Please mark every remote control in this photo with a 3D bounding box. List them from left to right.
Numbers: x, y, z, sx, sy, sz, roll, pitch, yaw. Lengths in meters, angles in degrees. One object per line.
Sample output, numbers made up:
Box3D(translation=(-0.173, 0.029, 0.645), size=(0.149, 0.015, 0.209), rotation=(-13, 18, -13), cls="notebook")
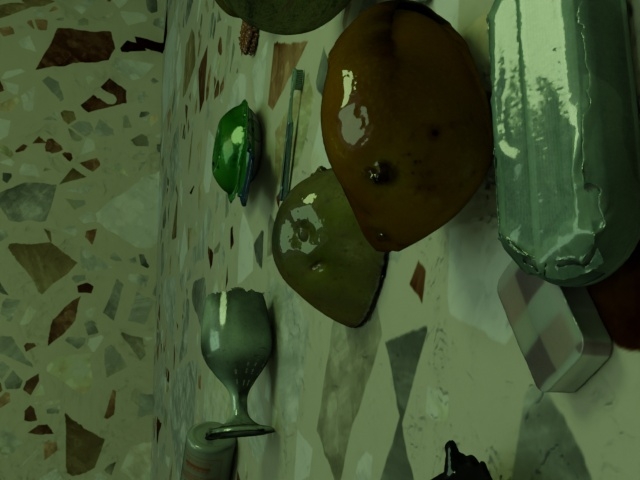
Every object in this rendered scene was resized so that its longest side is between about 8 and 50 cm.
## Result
Box3D(translation=(0.163, -0.091, 0.526), size=(0.104, 0.052, 0.247), rotation=(-22, 63, 53), cls="remote control")

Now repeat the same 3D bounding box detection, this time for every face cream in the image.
Box3D(translation=(-0.237, 0.497, 1.546), size=(0.101, 0.101, 0.251), rotation=(-123, 41, -61), cls="face cream")

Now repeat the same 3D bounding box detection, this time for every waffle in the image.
Box3D(translation=(-0.151, -0.428, 1.597), size=(0.083, 0.029, 0.075), rotation=(-115, 31, -50), cls="waffle")

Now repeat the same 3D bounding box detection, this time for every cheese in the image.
Box3D(translation=(-0.156, -0.160, 1.470), size=(0.320, 0.083, 0.204), rotation=(-120, 40, -63), cls="cheese")

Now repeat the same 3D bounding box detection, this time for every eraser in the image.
Box3D(translation=(0.166, 0.053, 0.550), size=(0.065, 0.026, 0.105), rotation=(116, 152, -43), cls="eraser")

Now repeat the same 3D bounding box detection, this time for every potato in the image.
Box3D(translation=(0.000, 0.000, 0.927), size=(0.182, 0.117, 0.202), rotation=(-126, 44, -58), cls="potato")

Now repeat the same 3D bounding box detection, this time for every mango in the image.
Box3D(translation=(0.077, -0.120, 0.672), size=(0.136, 0.166, 0.236), rotation=(-18, 36, 26), cls="mango")

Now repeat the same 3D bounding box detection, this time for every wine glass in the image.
Box3D(translation=(-0.139, 0.208, 1.280), size=(0.126, 0.126, 0.241), rotation=(136, 133, -63), cls="wine glass")

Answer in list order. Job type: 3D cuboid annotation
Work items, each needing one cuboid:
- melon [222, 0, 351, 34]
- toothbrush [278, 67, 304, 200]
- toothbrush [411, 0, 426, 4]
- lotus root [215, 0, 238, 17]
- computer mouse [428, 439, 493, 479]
Box3D(translation=(-0.033, -0.403, 0.908), size=(0.329, 0.249, 0.248), rotation=(111, 156, -47), cls="melon")
Box3D(translation=(-0.049, -0.172, 1.256), size=(0.016, 0.019, 0.219), rotation=(-141, 57, -70), cls="toothbrush")
Box3D(translation=(0.128, -0.448, 0.747), size=(0.042, 0.040, 0.418), rotation=(-133, 50, -63), cls="toothbrush")
Box3D(translation=(-0.140, -0.531, 1.419), size=(0.154, 0.154, 0.278), rotation=(119, 149, -51), cls="lotus root")
Box3D(translation=(0.113, 0.284, 0.564), size=(0.147, 0.088, 0.264), rotation=(110, 161, -84), cls="computer mouse")
